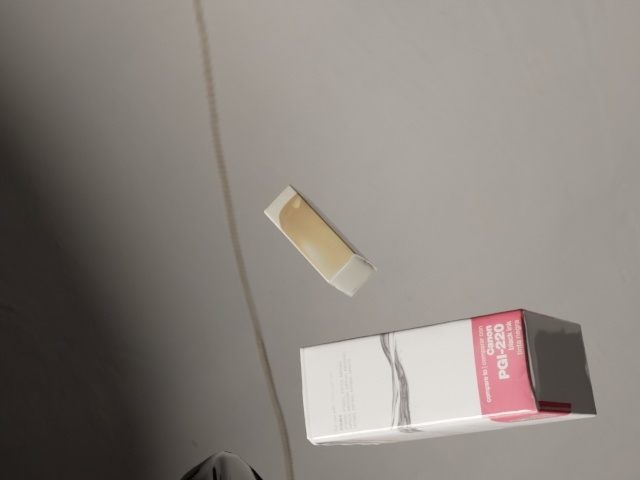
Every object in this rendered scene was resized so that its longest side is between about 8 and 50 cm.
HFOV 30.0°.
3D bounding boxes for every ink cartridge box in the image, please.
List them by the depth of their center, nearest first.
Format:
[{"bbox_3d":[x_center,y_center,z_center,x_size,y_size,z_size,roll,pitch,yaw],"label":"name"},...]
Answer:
[{"bbox_3d":[0.113,0.127,1.066,0.217,0.158,0.092,-14,75,28],"label":"ink cartridge box"}]

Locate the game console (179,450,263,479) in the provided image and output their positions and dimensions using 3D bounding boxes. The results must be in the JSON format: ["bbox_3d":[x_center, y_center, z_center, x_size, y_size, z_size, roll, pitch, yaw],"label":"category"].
[{"bbox_3d":[0.107,0.154,0.251,0.173,0.293,0.250,-35,107,2],"label":"game console"}]

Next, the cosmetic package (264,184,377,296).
[{"bbox_3d":[0.000,0.000,1.216,0.041,0.115,0.060,-46,150,5],"label":"cosmetic package"}]
